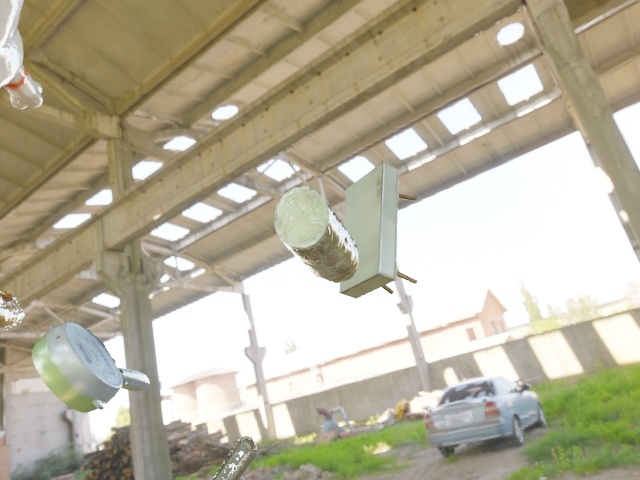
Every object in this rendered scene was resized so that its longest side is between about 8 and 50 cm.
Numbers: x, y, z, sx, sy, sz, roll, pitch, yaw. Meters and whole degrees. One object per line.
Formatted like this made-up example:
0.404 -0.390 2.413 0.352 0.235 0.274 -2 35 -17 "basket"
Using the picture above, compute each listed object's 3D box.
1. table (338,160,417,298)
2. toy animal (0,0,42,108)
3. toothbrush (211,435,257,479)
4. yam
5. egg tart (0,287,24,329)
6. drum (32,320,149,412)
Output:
0.121 -0.010 0.937 0.111 0.240 0.121 21 -32 -26 "table"
-0.385 -0.233 0.513 0.138 0.140 0.282 31 -34 -14 "toy animal"
-0.171 0.364 0.571 0.297 0.030 0.030 -51 -10 -27 "toothbrush"
0.000 0.000 0.609 0.078 0.078 0.179 -17 -22 9 "yam"
-0.601 0.045 0.680 0.352 0.153 0.339 30 -27 3 "egg tart"
-0.286 0.196 0.664 0.049 0.130 0.253 -38 -35 -11 "drum"
